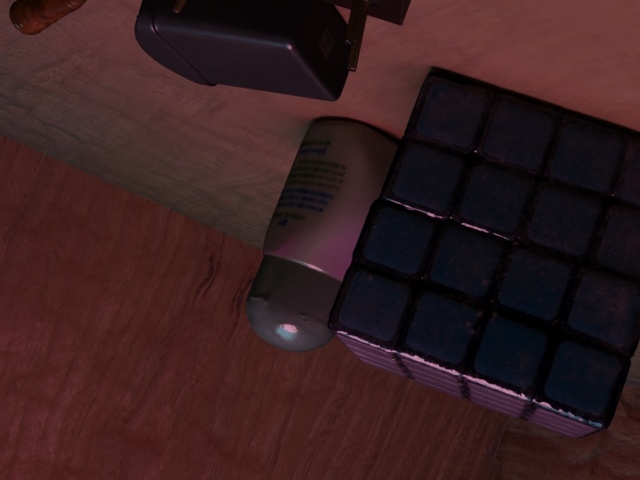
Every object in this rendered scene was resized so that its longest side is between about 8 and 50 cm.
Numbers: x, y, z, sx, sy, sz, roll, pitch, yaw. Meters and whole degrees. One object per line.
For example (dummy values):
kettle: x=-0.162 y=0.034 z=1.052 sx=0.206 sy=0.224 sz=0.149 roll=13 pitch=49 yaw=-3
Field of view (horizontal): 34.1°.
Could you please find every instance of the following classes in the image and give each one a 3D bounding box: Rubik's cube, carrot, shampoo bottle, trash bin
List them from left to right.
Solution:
carrot: x=-0.365 y=-0.330 z=1.450 sx=0.057 sy=0.057 sz=0.224 roll=27 pitch=164 yaw=-34
trash bin: x=-0.095 y=-0.242 z=1.200 sx=0.236 sy=0.101 sz=0.177 roll=14 pitch=167 yaw=24
shampoo bottle: x=0.000 y=0.000 z=1.582 sx=0.151 sy=0.349 sz=0.222 roll=28 pitch=168 yaw=-32
Rubik's cube: x=0.238 y=0.036 z=1.317 sx=0.345 sy=0.337 sz=0.344 roll=18 pitch=171 yaw=12

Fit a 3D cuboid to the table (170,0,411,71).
table: x=-0.040 y=-0.249 z=0.980 sx=0.240 sy=0.111 sz=0.121 roll=20 pitch=170 yaw=8
